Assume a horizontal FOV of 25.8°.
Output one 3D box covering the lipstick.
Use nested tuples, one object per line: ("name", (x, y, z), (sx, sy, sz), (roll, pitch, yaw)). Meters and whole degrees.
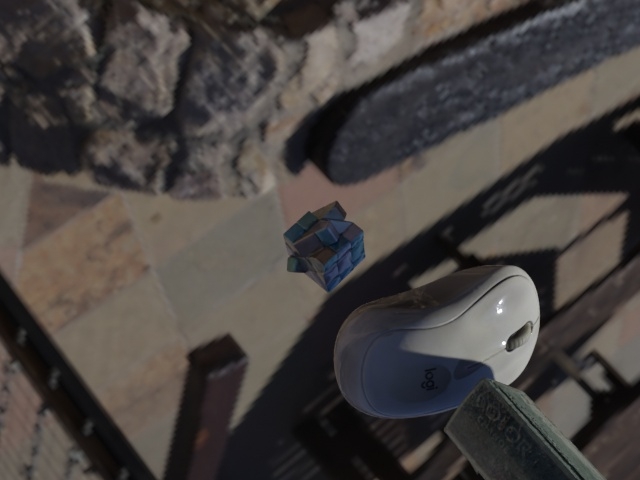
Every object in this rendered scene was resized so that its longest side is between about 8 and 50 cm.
("lipstick", (0.216, 0.232, 1.212), (0.076, 0.289, 0.077), (21, 110, -43))

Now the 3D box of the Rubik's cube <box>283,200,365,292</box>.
("Rubik's cube", (0.002, 0.000, 1.467), (0.075, 0.073, 0.084), (-34, 149, -32))

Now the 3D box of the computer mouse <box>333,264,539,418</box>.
("computer mouse", (0.164, 0.137, 1.819), (0.297, 0.121, 0.184), (-10, 114, -15))
